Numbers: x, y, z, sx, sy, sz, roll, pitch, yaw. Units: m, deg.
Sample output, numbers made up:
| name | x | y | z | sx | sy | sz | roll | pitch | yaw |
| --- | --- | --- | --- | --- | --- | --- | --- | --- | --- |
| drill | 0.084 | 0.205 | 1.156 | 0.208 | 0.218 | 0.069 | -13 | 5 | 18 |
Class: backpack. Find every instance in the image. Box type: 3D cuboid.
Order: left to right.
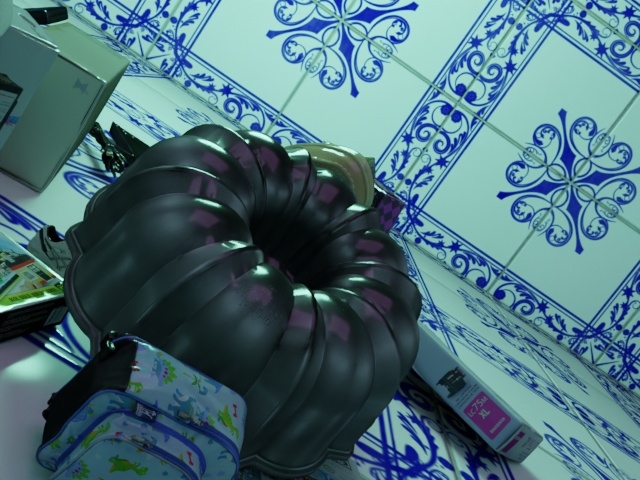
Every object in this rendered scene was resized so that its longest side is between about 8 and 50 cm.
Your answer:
| name | x | y | z | sx | sy | sz | roll | pitch | yaw |
| --- | --- | --- | --- | --- | --- | --- | --- | --- | --- |
| backpack | -0.109 | 0.129 | 0.469 | 0.114 | 0.105 | 0.084 | 31 | 33 | -26 |

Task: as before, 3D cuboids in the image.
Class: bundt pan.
| name | x | y | z | sx | sy | sz | roll | pitch | yaw |
| --- | --- | --- | --- | --- | --- | --- | --- | --- | --- |
| bundt pan | -0.041 | 0.026 | 0.647 | 0.331 | 0.124 | 0.330 | 29 | 34 | -22 |

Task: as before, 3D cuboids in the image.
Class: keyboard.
| name | x | y | z | sx | sy | sz | roll | pitch | yaw |
| --- | --- | --- | --- | --- | --- | --- | --- | --- | --- |
| keyboard | -0.294 | -0.119 | 1.204 | 0.202 | 0.033 | 0.317 | 35 | 7 | -39 |

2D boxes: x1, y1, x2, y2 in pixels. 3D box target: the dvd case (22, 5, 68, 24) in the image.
| name | x | y | z | sx | sy | sz | roll | pitch | yaw |
| --- | --- | --- | --- | --- | --- | --- | --- | --- | --- |
| dvd case | -0.489 | -0.301 | 1.017 | 0.253 | 0.022 | 0.180 | -6 | 20 | -8 |

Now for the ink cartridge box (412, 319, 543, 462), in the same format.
| name | x | y | z | sx | sy | sz | roll | pitch | yaw |
| --- | --- | --- | --- | --- | --- | --- | --- | --- | --- |
| ink cartridge box | 0.186 | 0.194 | 1.112 | 0.311 | 0.065 | 0.186 | 46 | 3 | 32 |

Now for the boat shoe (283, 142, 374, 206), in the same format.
| name | x | y | z | sx | sy | sz | roll | pitch | yaw |
| --- | --- | --- | --- | --- | --- | --- | --- | --- | --- |
| boat shoe | -0.093 | -0.053 | 0.960 | 0.341 | 0.121 | 0.110 | -4 | 9 | 34 |

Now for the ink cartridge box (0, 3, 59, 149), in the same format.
| name | x | y | z | sx | sy | sz | roll | pitch | yaw |
| --- | --- | --- | --- | --- | --- | --- | --- | --- | --- |
| ink cartridge box | -0.364 | -0.163 | 0.770 | 0.072 | 0.175 | 0.127 | 23 | 15 | -49 |

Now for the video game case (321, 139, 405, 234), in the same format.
| name | x | y | z | sx | sy | sz | roll | pitch | yaw |
| --- | --- | --- | --- | --- | --- | --- | --- | --- | --- |
| video game case | 0.000 | 0.000 | 1.022 | 0.042 | 0.232 | 0.210 | 22 | 15 | -31 |

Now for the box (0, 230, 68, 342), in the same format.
| name | x | y | z | sx | sy | sz | roll | pitch | yaw |
| --- | --- | --- | --- | --- | --- | --- | --- | --- | --- |
| box | -0.279 | 0.033 | 0.539 | 0.114 | 0.036 | 0.207 | 36 | 10 | 8 |

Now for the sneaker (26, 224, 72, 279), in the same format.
| name | x | y | z | sx | sy | sz | roll | pitch | yaw |
| --- | --- | --- | --- | --- | --- | --- | --- | --- | --- |
| sneaker | -0.245 | 0.017 | 0.718 | 0.083 | 0.037 | 0.032 | 37 | 9 | 4 |

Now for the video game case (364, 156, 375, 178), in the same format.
| name | x | y | z | sx | sy | sz | roll | pitch | yaw |
| --- | --- | --- | --- | --- | --- | --- | --- | --- | --- |
| video game case | 0.068 | 0.002 | 1.212 | 0.035 | 0.274 | 0.248 | 0 | 7 | 7 |

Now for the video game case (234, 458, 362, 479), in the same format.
| name | x | y | z | sx | sy | sz | roll | pitch | yaw |
| --- | --- | --- | --- | --- | --- | --- | --- | --- | --- |
| video game case | -0.021 | 0.203 | 0.631 | 0.157 | 0.019 | 0.143 | 32 | 11 | -18 |

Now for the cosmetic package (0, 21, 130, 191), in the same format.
| name | x | y | z | sx | sy | sz | roll | pitch | yaw |
| --- | --- | --- | --- | --- | --- | --- | --- | --- | --- |
| cosmetic package | -0.352 | -0.191 | 0.989 | 0.113 | 0.160 | 0.309 | 31 | 10 | -16 |

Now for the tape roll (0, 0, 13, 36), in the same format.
| name | x | y | z | sx | sy | sz | roll | pitch | yaw |
| --- | --- | --- | --- | --- | --- | --- | --- | --- | --- |
| tape roll | -0.459 | -0.233 | 0.603 | 0.392 | 0.072 | 0.392 | 10 | 32 | -7 |
